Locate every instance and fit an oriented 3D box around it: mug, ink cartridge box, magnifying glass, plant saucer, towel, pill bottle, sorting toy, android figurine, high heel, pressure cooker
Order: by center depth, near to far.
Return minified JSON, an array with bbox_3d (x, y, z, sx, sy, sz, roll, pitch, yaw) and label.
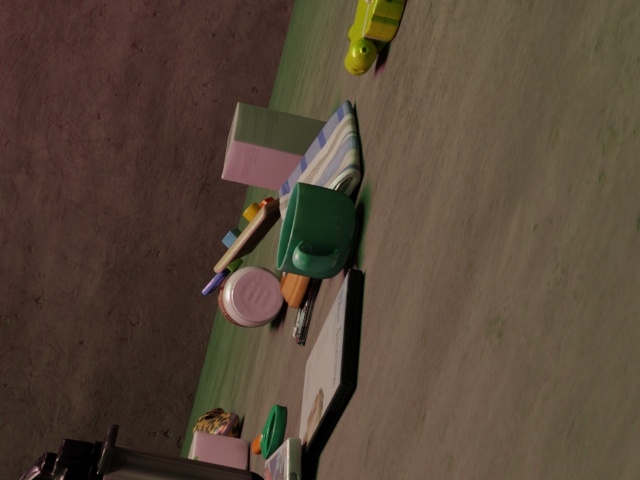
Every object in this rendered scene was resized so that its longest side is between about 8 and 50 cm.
[{"bbox_3d":[-0.002,0.001,1.690,0.129,0.097,0.158,116,163,-57],"label":"mug"},{"bbox_3d":[0.088,-0.374,1.792,0.273,0.056,0.248,174,108,-83],"label":"android figurine"},{"bbox_3d":[-0.006,-0.090,1.889,0.209,0.034,0.285,-54,17,24],"label":"towel"},{"bbox_3d":[-0.310,0.518,1.906,0.375,0.420,0.370,118,164,-61],"label":"pressure cooker"},{"bbox_3d":[-0.030,0.014,1.995,0.200,0.037,0.200,-164,90,-85],"label":"plant saucer"},{"bbox_3d":[-0.090,0.341,2.066,0.231,0.026,0.092,129,152,-68],"label":"magnifying glass"},{"bbox_3d":[-0.226,0.548,2.355,0.198,0.114,0.273,-96,20,-65],"label":"ink cartridge box"},{"bbox_3d":[-0.136,0.112,2.364,0.221,0.121,0.121,154,127,-80],"label":"pill bottle"},{"bbox_3d":[-0.134,-0.032,2.409,0.348,0.047,0.196,-50,-5,25],"label":"sorting toy"},{"bbox_3d":[-0.215,0.409,2.704,0.186,0.093,0.261,-54,9,23],"label":"high heel"}]

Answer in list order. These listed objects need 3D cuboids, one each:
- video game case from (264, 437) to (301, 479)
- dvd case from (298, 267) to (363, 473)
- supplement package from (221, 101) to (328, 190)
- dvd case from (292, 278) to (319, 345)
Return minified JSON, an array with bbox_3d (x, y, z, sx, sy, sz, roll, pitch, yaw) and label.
[{"bbox_3d":[-0.056,0.383,1.670,0.201,0.023,0.183,120,153,-67],"label":"video game case"},{"bbox_3d":[0.010,0.179,1.609,0.253,0.022,0.180,113,167,-51],"label":"dvd case"},{"bbox_3d":[-0.076,-0.160,2.147,0.105,0.179,0.105,111,168,-46],"label":"supplement package"},{"bbox_3d":[-0.025,0.110,1.986,0.087,0.013,0.119,-147,71,-81],"label":"dvd case"}]
